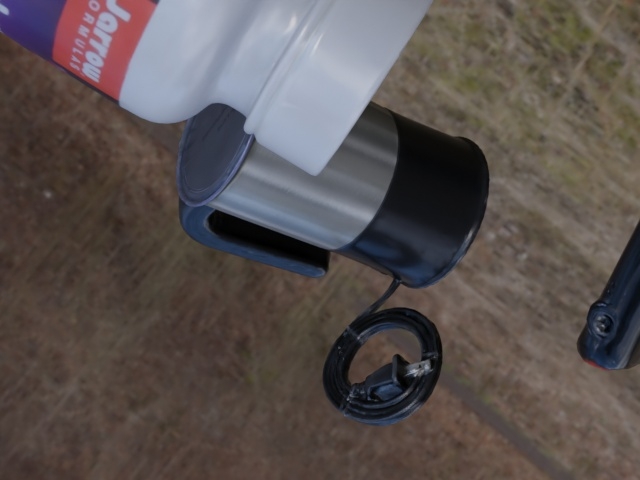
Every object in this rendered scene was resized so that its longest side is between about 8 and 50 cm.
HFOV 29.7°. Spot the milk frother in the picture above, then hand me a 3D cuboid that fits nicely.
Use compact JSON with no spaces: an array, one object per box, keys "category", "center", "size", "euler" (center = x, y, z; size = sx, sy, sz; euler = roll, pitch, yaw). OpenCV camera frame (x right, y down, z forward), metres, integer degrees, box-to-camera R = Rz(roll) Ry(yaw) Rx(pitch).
[{"category":"milk frother","center":[0.000,0.000,0.586],"size":[0.135,0.129,0.143],"euler":[20,-145,-28]}]

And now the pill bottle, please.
[{"category":"pill bottle","center":[-0.062,-0.104,0.374],"size":[0.193,0.108,0.108],"euler":[32,178,-3]}]

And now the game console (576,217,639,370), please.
[{"category":"game console","center":[0.295,-0.128,0.643],"size":[0.342,0.386,0.060],"euler":[-23,-128,-40]}]
